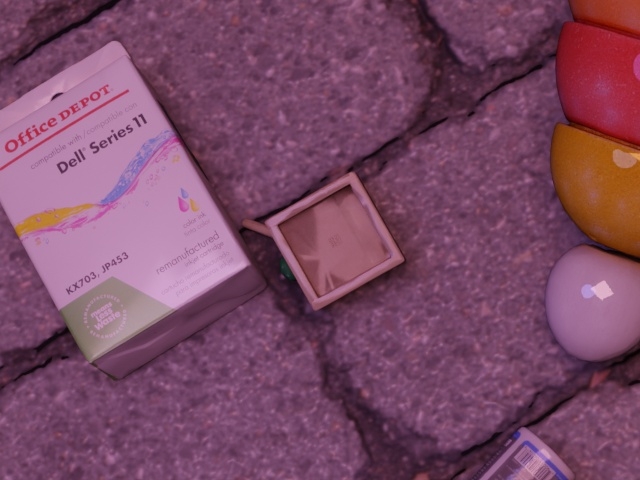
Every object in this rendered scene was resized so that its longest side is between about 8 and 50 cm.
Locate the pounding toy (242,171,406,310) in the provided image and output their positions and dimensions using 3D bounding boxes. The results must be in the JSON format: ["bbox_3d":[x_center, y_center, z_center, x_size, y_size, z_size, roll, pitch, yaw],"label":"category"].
[{"bbox_3d":[0.000,0.000,1.855,0.141,0.100,0.130,-30,87,4],"label":"pounding toy"}]

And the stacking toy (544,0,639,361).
[{"bbox_3d":[0.352,-0.102,1.751,0.350,0.350,0.480,19,98,14],"label":"stacking toy"}]

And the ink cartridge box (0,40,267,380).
[{"bbox_3d":[-0.236,-0.054,1.885,0.207,0.119,0.353,-32,73,1],"label":"ink cartridge box"}]

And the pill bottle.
[{"bbox_3d":[0.187,0.264,1.755,0.137,0.078,0.078,-46,73,-3],"label":"pill bottle"}]
